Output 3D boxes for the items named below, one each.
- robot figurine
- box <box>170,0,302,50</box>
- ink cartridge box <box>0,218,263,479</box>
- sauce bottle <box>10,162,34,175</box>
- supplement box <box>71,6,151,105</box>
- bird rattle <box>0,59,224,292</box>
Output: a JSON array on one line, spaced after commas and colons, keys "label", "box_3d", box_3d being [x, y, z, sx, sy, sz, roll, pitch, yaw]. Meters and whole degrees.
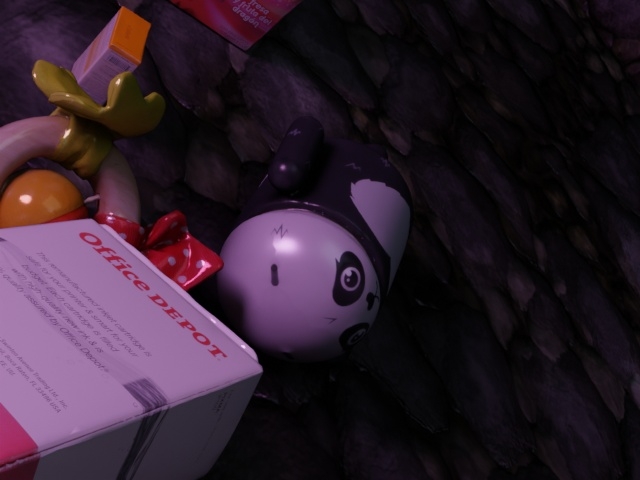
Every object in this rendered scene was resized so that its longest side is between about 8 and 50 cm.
[{"label": "robot figurine", "box_3d": [0.003, 0.002, 1.084, 0.209, 0.173, 0.278, 40, 37, -9]}, {"label": "box", "box_3d": [-0.154, -0.386, 1.239, 0.300, 0.142, 0.154, 31, 41, -32]}, {"label": "ink cartridge box", "box_3d": [-0.206, 0.096, 0.698, 0.207, 0.117, 0.283, 38, 24, 23]}, {"label": "sauce bottle", "box_3d": [-0.287, -0.067, 0.910, 0.128, 0.042, 0.042, 28, 43, -41]}, {"label": "supplement box", "box_3d": [-0.211, -0.175, 1.037, 0.036, 0.098, 0.062, 30, 43, -27]}, {"label": "bird rattle", "box_3d": [-0.214, -0.024, 0.901, 0.207, 0.143, 0.253, -24, 118, -31]}]
